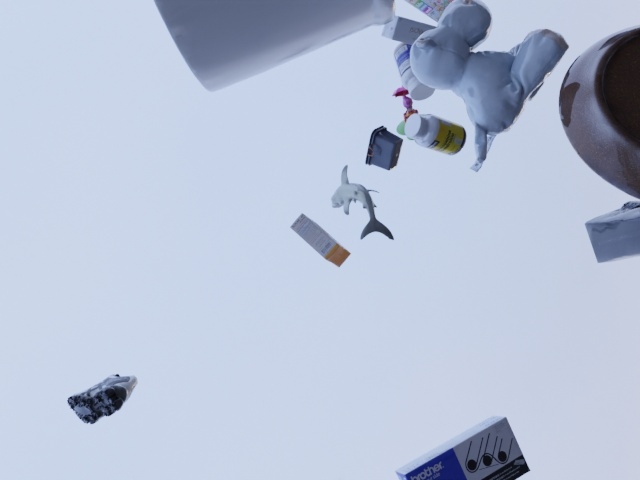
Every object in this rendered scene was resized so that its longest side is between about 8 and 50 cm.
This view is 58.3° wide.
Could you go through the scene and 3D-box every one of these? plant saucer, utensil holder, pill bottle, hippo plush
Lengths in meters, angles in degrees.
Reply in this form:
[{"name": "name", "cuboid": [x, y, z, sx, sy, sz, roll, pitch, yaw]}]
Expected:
[{"name": "plant saucer", "cuboid": [0.483, -0.184, 0.757, 0.050, 0.311, 0.310, 77, -145, -63]}, {"name": "utensil holder", "cuboid": [-0.099, -0.494, 1.075, 0.386, 0.327, 0.327, -23, -66, 4]}, {"name": "pill bottle", "cuboid": [0.353, -0.330, 1.768, 0.184, 0.103, 0.103, 10, -96, -31]}, {"name": "pill bottle", "cuboid": [0.313, -0.559, 1.888, 0.112, 0.112, 0.186, 17, -127, -44]}, {"name": "hippo plush", "cuboid": [0.286, -0.313, 1.087, 0.294, 0.237, 0.234, -54, -9, 5]}]

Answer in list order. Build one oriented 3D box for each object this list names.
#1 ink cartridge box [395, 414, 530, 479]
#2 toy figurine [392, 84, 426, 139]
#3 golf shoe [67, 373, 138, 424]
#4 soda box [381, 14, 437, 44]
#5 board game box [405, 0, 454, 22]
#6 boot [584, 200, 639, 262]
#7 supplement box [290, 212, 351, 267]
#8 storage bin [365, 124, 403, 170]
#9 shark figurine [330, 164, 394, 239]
[{"name": "ink cartridge box", "cuboid": [0.235, 0.379, 0.944, 0.207, 0.046, 0.097, -22, -97, -19]}, {"name": "toy figurine", "cuboid": [0.304, -0.454, 1.984, 0.173, 0.130, 0.159, -89, -23, -52]}, {"name": "golf shoe", "cuboid": [-0.474, 0.343, 1.258, 0.077, 0.198, 0.094, 63, -145, -12]}, {"name": "soda box", "cuboid": [0.296, -0.615, 1.712, 0.216, 0.074, 0.069, 4, -64, -25]}, {"name": "board game box", "cuboid": [0.290, -0.637, 1.489, 0.154, 0.103, 0.026, 20, -116, -28]}, {"name": "boot", "cuboid": [0.721, -0.043, 0.951, 0.368, 0.445, 0.146, -3, -99, -3]}, {"name": "supplement box", "cuboid": [0.000, 0.000, 1.015, 0.036, 0.098, 0.062, -50, -29, 4]}, {"name": "storage bin", "cuboid": [0.214, -0.301, 1.920, 0.098, 0.091, 0.135, -32, -38, -43]}, {"name": "shark figurine", "cuboid": [0.136, -0.121, 1.713, 0.116, 0.278, 0.166, -2, -63, -29]}]
